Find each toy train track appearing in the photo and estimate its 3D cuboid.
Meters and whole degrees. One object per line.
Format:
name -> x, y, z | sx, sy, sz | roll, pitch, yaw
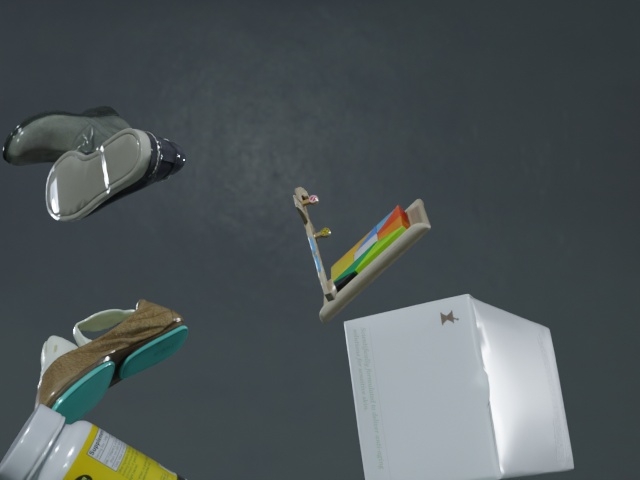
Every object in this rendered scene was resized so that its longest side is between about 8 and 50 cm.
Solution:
toy train track -> 0.000, 0.000, 0.714 | 0.014, 0.083, 0.048 | -19, -34, 5

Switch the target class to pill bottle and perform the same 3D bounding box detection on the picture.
pill bottle -> -0.267, 0.287, 1.347 | 0.208, 0.119, 0.119 | 33, -8, -10

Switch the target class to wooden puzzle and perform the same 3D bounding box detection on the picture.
wooden puzzle -> 0.081, 0.023, 1.830 | 0.221, 0.044, 0.239 | -43, 4, 10

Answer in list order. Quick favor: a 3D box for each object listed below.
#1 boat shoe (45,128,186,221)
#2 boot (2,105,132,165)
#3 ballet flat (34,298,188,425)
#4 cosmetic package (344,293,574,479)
boat shoe -> -0.215, -0.063, 1.183 | 0.065, 0.075, 0.206 | 4, -15, -41
boot -> -0.391, -0.151, 1.926 | 0.246, 0.083, 0.161 | -21, 49, -42
ballet flat -> -0.348, 0.177, 1.766 | 0.124, 0.116, 0.342 | 35, 38, 16
cosmetic package -> 0.175, 0.187, 1.337 | 0.155, 0.197, 0.365 | -13, -15, 23
